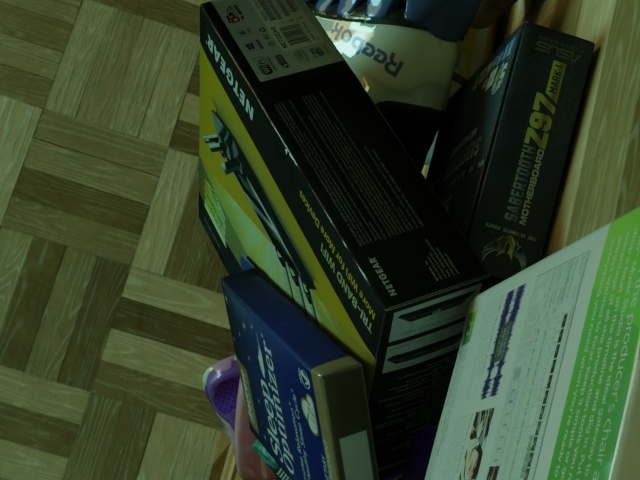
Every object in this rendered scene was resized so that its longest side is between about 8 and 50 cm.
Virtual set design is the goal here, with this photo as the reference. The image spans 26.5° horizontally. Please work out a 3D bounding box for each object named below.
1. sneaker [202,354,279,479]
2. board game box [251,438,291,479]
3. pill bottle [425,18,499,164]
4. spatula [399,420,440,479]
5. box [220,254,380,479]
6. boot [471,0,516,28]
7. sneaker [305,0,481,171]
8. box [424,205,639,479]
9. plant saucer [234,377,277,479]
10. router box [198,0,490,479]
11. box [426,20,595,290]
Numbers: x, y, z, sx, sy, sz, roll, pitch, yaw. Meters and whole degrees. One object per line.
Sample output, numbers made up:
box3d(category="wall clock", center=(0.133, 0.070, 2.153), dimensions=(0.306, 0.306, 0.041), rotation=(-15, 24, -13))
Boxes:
box3d(category="sneaker", center=(-0.069, 0.238, 1.630), dimensions=(0.105, 0.095, 0.236), rotation=(-99, -10, -52))
box3d(category="board game box", center=(0.004, 0.194, 1.192), dimensions=(0.026, 0.126, 0.186), rotation=(-37, -11, -26))
box3d(category="pill bottle", center=(0.109, -0.185, 1.308), dimensions=(0.117, 0.117, 0.215), rotation=(115, 171, -53))
box3d(category="spatula", center=(0.047, 0.205, 0.976), dimensions=(0.296, 0.030, 0.084), rotation=(125, 161, -47))
box3d(category="box", center=(-0.022, 0.108, 0.987), dimensions=(0.225, 0.036, 0.137), rotation=(-141, 37, -60))
box3d(category="boot", center=(0.191, -0.321, 1.211), dimensions=(0.207, 0.090, 0.248), rotation=(-57, 16, 38))
box3d(category="sneaker", center=(0.005, -0.129, 1.173), dimensions=(0.315, 0.127, 0.182), rotation=(2, 85, 54))
box3d(category="box", center=(0.112, 0.121, 0.680), dimensions=(0.322, 0.058, 0.232), rotation=(126, 160, -77))
box3d(category="plant saucer", center=(-0.009, 0.103, 1.465), dimensions=(0.332, 0.084, 0.332), rotation=(12, -90, -81))
box3d(category="router box", center=(0.000, 0.000, 1.012), dimensions=(0.243, 0.081, 0.309), rotation=(96, 150, -49))
box3d(category="box", center=(0.124, -0.042, 1.027), dimensions=(0.233, 0.059, 0.184), rotation=(134, 152, -79))
